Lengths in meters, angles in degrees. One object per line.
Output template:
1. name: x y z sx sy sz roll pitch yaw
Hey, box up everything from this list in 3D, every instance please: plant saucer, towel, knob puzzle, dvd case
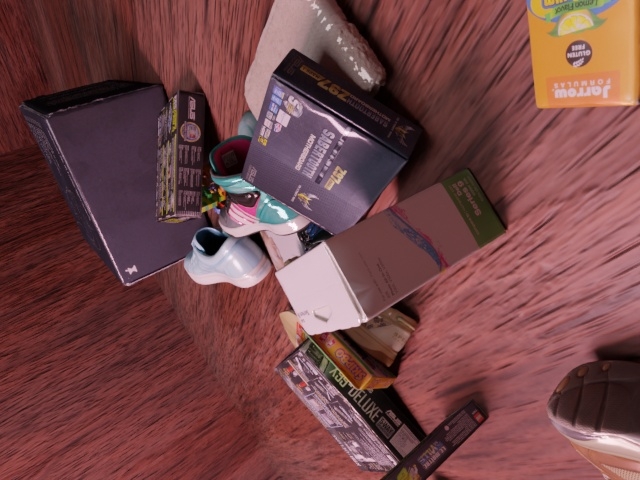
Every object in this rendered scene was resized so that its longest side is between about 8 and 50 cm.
1. plant saucer: -0.126 -0.186 0.893 0.119 0.021 0.119 39 145 35
2. towel: -0.021 -0.218 0.663 0.187 0.049 0.282 57 151 4
3. knob puzzle: -0.027 0.231 1.098 0.213 0.030 0.213 41 149 31
4. dvd case: -0.055 0.058 0.999 0.180 0.022 0.252 1 117 59

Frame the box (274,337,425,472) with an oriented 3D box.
1. box: 0.050 0.343 0.982 0.307 0.077 0.242 47 151 7

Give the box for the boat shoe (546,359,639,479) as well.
1. boat shoe: 0.343 0.177 0.359 0.116 0.123 0.324 58 160 -9

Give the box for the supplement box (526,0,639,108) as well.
1. supplement box: 0.182 -0.208 0.299 0.078 0.080 0.233 18 133 55

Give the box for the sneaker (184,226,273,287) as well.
1. sneaker: -0.264 0.020 1.172 0.366 0.135 0.150 -3 130 49

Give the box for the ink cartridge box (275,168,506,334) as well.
1. ink cartridge box: 0.075 0.016 0.538 0.093 0.213 0.154 60 153 3

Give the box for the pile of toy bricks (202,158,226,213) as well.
1. pile of toy bricks: -0.253 -0.100 1.094 0.212 0.105 0.118 45 149 26

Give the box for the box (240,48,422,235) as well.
1. box: 0.000 -0.111 0.628 0.184 0.059 0.232 31 151 -4

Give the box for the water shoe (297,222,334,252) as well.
1. water shoe: 0.000 0.000 0.790 0.203 0.080 0.072 11 124 56

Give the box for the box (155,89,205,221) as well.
1. box: -0.326 -0.179 1.073 0.216 0.060 0.269 -4 85 59

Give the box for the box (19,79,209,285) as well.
1. box: -0.602 -0.197 1.383 0.472 0.298 0.479 27 137 49

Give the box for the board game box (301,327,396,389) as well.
1. board game box: 0.055 0.193 0.784 0.124 0.039 0.259 44 -177 24

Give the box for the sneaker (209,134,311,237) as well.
1. sneaker: -0.142 -0.099 0.860 0.296 0.124 0.178 -1 129 51

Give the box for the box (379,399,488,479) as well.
1. box: 0.154 0.330 0.704 0.036 0.207 0.114 49 149 23

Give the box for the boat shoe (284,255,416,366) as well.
1. boat shoe: 0.044 0.100 0.820 0.285 0.089 0.104 39 178 37
